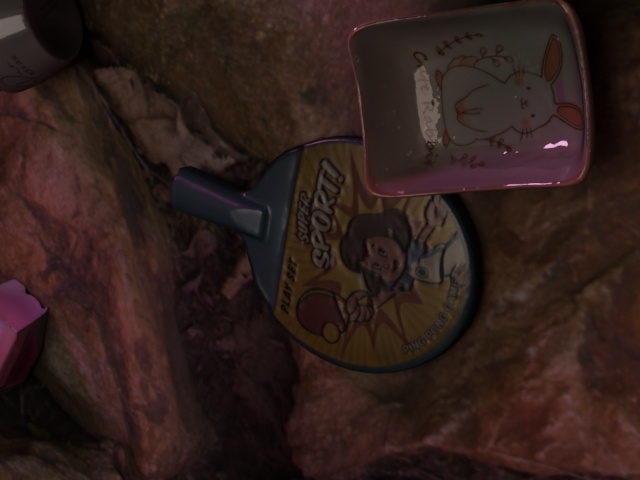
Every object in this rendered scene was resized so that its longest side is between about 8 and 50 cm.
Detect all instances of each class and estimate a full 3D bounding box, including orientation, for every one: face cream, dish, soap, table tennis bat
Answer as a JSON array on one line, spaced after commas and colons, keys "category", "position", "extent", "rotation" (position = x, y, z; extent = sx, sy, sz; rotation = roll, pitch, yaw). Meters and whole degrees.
[{"category": "face cream", "position": [-0.302, -0.206, 1.608], "extent": [0.104, 0.117, 0.117], "rotation": [-13, 92, 29]}, {"category": "dish", "position": [0.134, -0.117, 1.346], "extent": [0.212, 0.077, 0.151], "rotation": [-3, 97, 35]}, {"category": "soap", "position": [-0.357, 0.112, 1.753], "extent": [0.100, 0.056, 0.149], "rotation": [42, 121, 18]}, {"category": "table tennis bat", "position": [0.000, 0.000, 1.491], "extent": [0.329, 0.044, 0.215], "rotation": [21, 112, 28]}]
